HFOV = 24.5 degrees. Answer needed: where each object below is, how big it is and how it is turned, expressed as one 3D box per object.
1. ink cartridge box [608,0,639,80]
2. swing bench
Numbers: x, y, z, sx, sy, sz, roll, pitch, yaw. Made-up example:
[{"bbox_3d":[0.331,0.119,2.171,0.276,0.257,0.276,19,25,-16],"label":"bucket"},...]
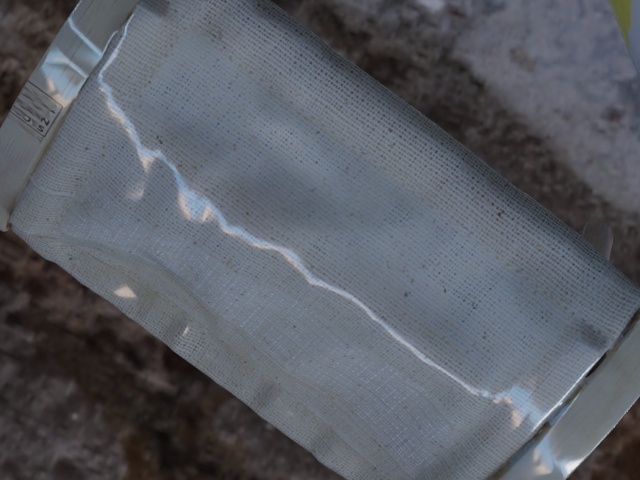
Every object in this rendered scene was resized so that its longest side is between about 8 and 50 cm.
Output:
[{"bbox_3d":[0.167,-0.142,0.481,0.160,0.279,0.384,-23,93,6],"label":"ink cartridge box"},{"bbox_3d":[0.000,0.000,0.663,0.253,0.254,0.165,38,98,-1],"label":"swing bench"}]
